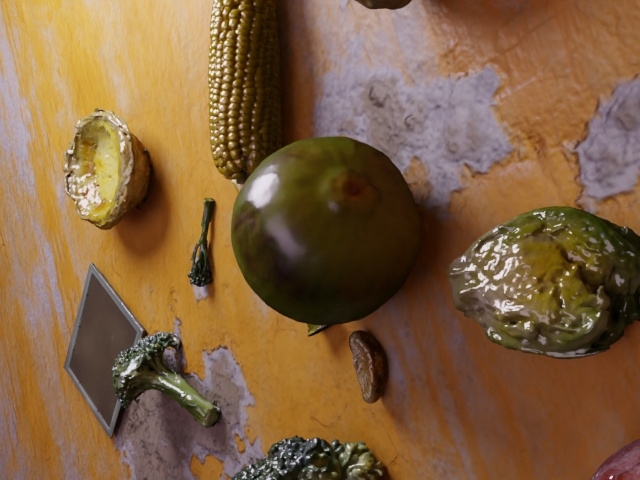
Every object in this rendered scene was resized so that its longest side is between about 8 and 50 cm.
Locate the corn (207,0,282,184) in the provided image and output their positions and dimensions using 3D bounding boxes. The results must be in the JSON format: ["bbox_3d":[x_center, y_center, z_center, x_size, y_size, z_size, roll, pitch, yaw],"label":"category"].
[{"bbox_3d":[-0.099,-0.215,0.963,0.101,0.101,0.310,6,99,45],"label":"corn"}]

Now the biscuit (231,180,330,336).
[{"bbox_3d":[-0.060,-0.001,1.002,0.048,0.026,0.292,-38,67,20],"label":"biscuit"}]

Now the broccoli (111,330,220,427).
[{"bbox_3d":[-0.245,0.234,1.179,0.204,0.122,0.118,24,127,26],"label":"broccoli"}]

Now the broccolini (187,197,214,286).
[{"bbox_3d":[-0.176,0.005,1.122,0.035,0.030,0.139,19,104,34],"label":"broccolini"}]

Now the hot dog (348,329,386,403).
[{"bbox_3d":[0.062,0.152,0.891,0.034,0.030,0.090,-20,80,36],"label":"hot dog"}]

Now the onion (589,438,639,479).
[{"bbox_3d":[0.269,0.246,0.577,0.159,0.195,0.159,40,142,41],"label":"onion"}]

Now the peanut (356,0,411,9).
[{"bbox_3d":[0.028,-0.378,0.794,0.291,0.143,0.159,64,166,12],"label":"peanut"}]

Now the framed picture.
[{"bbox_3d":[-0.411,0.209,1.387,0.217,0.017,0.274,44,124,33],"label":"framed picture"}]

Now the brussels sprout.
[{"bbox_3d":[0.213,0.039,0.682,0.181,0.101,0.139,-6,80,47],"label":"brussels sprout"}]

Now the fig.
[{"bbox_3d":[-0.007,-0.001,0.821,0.230,0.207,0.207,-33,71,41],"label":"fig"}]

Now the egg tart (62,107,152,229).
[{"bbox_3d":[-0.355,-0.120,1.241,0.213,0.090,0.212,8,102,43],"label":"egg tart"}]

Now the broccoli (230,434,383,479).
[{"bbox_3d":[-0.017,0.375,0.915,0.243,0.263,0.247,43,161,5],"label":"broccoli"}]
